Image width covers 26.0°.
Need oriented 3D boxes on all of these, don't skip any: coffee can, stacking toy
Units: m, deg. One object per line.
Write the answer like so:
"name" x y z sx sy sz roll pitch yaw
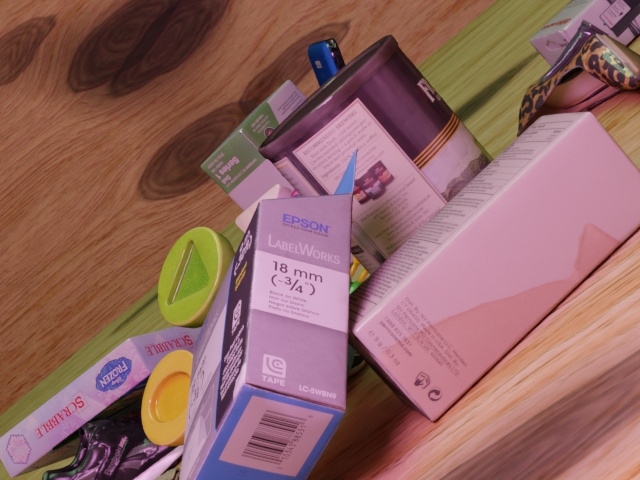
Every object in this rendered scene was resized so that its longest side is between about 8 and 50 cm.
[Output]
"coffee can" 0.092 -0.068 1.597 0.201 0.275 0.201 -40 9 8
"stacking toy" -0.078 0.106 1.715 0.309 0.130 0.280 -28 52 39

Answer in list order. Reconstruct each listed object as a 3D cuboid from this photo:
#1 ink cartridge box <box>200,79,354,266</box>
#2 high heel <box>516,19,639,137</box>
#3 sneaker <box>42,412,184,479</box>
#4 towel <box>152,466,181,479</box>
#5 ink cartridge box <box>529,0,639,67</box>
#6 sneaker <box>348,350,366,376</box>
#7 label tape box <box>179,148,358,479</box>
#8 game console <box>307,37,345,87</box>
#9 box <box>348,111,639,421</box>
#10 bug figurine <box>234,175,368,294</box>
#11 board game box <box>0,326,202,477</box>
"ink cartridge box" -0.025 -0.092 2.226 0.117 0.278 0.201 -39 9 36
"high heel" 0.338 -0.179 1.806 0.186 0.093 0.261 -58 14 14
"sneaker" -0.267 0.282 1.940 0.283 0.124 0.107 -45 10 -22
"towel" -0.245 0.358 1.801 0.148 0.027 0.110 -38 8 20
"ink cartridge box" 0.434 -0.343 2.077 0.208 0.087 0.153 -42 9 -6
"sneaker" 0.045 0.127 1.640 0.083 0.037 0.032 -46 12 -20
"label tape box" -0.053 0.089 1.378 0.241 0.106 0.334 117 163 -44
"game console" 0.108 -0.237 2.297 0.173 0.250 0.293 -21 8 -4
"box" 0.167 0.019 1.356 0.311 0.121 0.148 -42 9 -5
"bug figurine" 0.000 0.000 1.761 0.072 0.216 0.279 -69 4 -47
"board game box" -0.281 0.227 2.100 0.318 0.066 0.318 -37 -13 29
